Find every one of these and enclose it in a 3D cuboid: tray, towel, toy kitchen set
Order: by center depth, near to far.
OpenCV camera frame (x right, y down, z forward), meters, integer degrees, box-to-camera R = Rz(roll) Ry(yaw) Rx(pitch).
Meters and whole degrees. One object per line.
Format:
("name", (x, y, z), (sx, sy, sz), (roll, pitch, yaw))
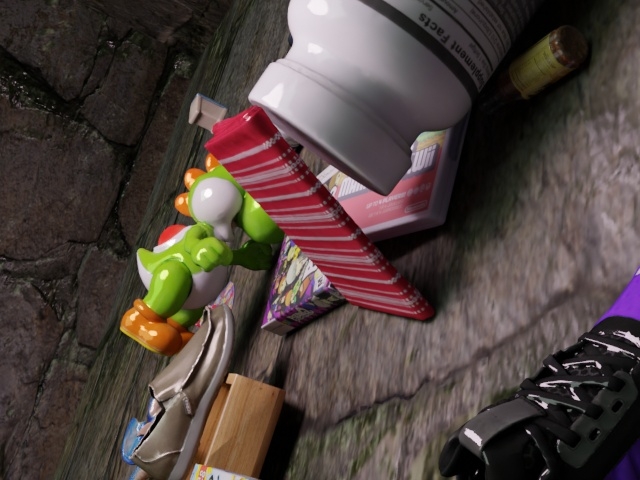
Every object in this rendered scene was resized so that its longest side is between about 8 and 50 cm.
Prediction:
("towel", (-0.008, -0.026, 0.834), (0.031, 0.275, 0.199), (-46, 14, -13))
("tray", (-0.157, 0.378, 1.003), (0.203, 0.076, 0.410), (148, 141, -73))
("toy kitchen set", (-0.259, -0.247, 1.878), (0.207, 0.166, 0.122), (-49, 26, 41))

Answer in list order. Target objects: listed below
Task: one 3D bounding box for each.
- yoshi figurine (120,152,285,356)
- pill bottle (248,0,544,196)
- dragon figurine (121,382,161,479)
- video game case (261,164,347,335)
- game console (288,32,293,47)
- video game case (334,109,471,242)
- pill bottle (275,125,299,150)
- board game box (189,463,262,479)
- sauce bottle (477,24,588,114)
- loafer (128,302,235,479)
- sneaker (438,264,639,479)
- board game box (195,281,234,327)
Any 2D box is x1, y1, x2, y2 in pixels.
("yoshi figurine", (-0.149, 0.023, 1.249), (0.204, 0.203, 0.362), (14, 76, 58))
("pill bottle", (0.098, -0.241, 0.776), (0.363, 0.210, 0.210), (-55, 20, 1))
("dragon figurine", (-0.239, 0.288, 1.151), (0.144, 0.085, 0.289), (-58, 18, 34))
("video game case", (0.000, 0.000, 1.099), (0.210, 0.042, 0.232), (-35, 36, 56))
("game console", (0.027, -0.440, 1.278), (0.213, 0.044, 0.361), (119, 175, -58))
("video game case", (0.101, -0.131, 0.948), (0.204, 0.025, 0.285), (-16, 51, 53))
("pill bottle", (-0.074, -0.222, 1.450), (0.180, 0.108, 0.108), (-56, 22, 28))
("board game box", (-0.033, 0.297, 0.697), (0.275, 0.142, 0.144), (-23, 47, 63))
("sauce bottle", (0.199, -0.159, 0.754), (0.128, 0.042, 0.042), (-32, 39, 61))
("loafer", (-0.181, 0.195, 1.036), (0.094, 0.087, 0.251), (138, 151, -69))
("sneaker", (0.147, 0.109, 0.426), (0.293, 0.146, 0.102), (-68, 19, -2))
("board game box", (-0.218, 0.151, 1.519), (0.168, 0.033, 0.133), (-49, 26, 41))
